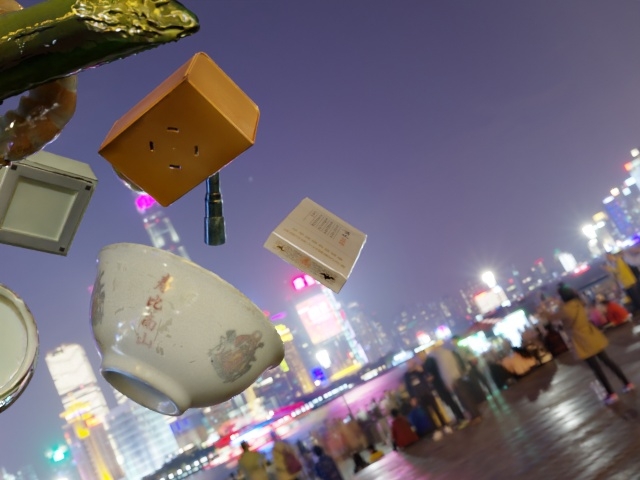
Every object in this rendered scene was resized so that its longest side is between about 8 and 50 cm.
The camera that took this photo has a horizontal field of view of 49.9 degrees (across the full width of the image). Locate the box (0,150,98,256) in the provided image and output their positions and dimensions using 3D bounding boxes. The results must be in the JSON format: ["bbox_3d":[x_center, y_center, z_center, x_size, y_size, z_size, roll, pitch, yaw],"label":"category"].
[{"bbox_3d":[-0.704,-0.100,1.695,0.225,0.117,0.225,16,-72,-38],"label":"box"}]

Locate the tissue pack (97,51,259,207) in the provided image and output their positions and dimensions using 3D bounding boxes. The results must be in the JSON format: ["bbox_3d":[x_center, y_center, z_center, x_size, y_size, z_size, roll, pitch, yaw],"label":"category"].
[{"bbox_3d":[-0.290,-0.229,1.444,0.274,0.194,0.145,-30,31,27],"label":"tissue pack"}]

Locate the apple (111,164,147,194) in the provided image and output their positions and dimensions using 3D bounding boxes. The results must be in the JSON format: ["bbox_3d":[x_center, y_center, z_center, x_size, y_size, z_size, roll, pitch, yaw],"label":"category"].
[{"bbox_3d":[-0.422,-0.203,1.697,0.196,0.196,0.196,-26,-11,-6],"label":"apple"}]

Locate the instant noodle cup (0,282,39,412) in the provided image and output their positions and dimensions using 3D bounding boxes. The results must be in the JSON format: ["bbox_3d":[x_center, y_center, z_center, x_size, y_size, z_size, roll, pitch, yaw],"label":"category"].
[{"bbox_3d":[-0.716,0.212,1.357,0.340,0.339,0.266,-20,1,-31],"label":"instant noodle cup"}]

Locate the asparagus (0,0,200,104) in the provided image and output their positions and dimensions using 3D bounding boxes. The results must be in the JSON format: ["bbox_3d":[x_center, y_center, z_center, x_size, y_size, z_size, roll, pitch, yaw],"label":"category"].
[{"bbox_3d":[-0.376,-0.304,1.023,0.382,0.108,0.128,-20,-52,-3],"label":"asparagus"}]

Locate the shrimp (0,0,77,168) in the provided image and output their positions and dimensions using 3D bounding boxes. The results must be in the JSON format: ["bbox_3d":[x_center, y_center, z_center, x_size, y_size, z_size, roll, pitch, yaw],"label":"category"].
[{"bbox_3d":[-0.489,-0.260,1.121,0.185,0.287,0.068,-2,8,1],"label":"shrimp"}]

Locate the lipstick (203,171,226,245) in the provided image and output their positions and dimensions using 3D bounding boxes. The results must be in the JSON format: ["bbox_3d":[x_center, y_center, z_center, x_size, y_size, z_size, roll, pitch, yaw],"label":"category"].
[{"bbox_3d":[-0.251,-0.101,1.622,0.053,0.053,0.234,-18,-56,-36],"label":"lipstick"}]

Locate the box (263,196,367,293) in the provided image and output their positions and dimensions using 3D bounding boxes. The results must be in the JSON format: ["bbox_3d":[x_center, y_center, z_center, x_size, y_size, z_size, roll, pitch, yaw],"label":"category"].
[{"bbox_3d":[-0.001,0.000,1.702,0.051,0.205,0.365,-58,-1,20],"label":"box"}]

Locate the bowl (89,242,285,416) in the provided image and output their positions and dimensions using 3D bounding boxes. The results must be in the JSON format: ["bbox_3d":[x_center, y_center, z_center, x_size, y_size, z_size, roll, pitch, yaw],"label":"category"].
[{"bbox_3d":[-0.303,0.216,1.349,0.196,0.435,0.435,-63,9,-31],"label":"bowl"}]
